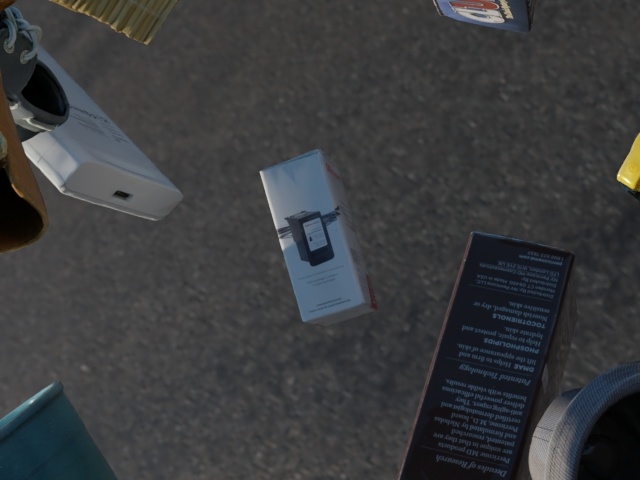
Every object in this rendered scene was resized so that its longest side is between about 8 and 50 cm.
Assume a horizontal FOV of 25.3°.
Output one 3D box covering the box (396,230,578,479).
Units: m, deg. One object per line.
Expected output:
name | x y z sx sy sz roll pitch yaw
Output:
box | 0.202 0.203 1.711 0.143 0.191 0.381 13 65 17

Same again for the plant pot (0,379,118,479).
plant pot | -0.277 0.312 1.328 0.272 0.255 0.271 -37 3 2

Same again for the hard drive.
hard drive | -0.309 -0.165 1.453 0.047 0.233 0.353 -47 73 8

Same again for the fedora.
fedora | 0.329 0.242 1.516 0.124 0.275 0.243 12 86 64

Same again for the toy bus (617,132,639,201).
toy bus | 0.492 -0.066 1.709 0.211 0.220 0.149 47 115 29

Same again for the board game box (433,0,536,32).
board game box | 0.080 -0.215 0.545 0.165 0.042 0.243 14 -94 -80

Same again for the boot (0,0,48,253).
boot | -0.204 -0.086 0.769 0.104 0.211 0.295 -36 -9 15

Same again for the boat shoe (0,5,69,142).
boat shoe | -0.273 -0.166 1.150 0.099 0.319 0.116 -12 69 -4

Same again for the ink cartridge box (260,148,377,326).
ink cartridge box | 0.000 0.000 1.351 0.063 0.109 0.150 -18 81 8

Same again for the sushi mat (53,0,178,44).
sushi mat | -0.098 -0.288 1.004 0.316 0.151 0.019 -53 41 19
